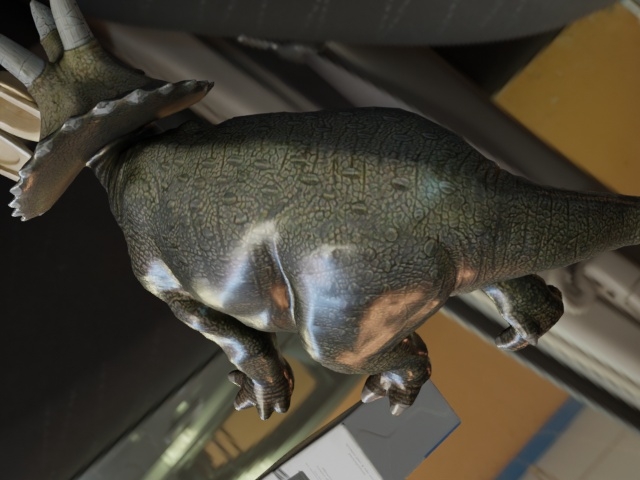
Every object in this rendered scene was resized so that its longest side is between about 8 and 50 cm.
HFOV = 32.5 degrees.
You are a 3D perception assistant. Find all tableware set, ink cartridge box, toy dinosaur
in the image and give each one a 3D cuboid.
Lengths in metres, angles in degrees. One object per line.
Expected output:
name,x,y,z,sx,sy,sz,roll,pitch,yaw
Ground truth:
tableware set,-0.213,-0.083,0.601,0.169,0.141,0.020,-32,-148,61
ink cartridge box,0.011,0.174,0.835,0.104,0.060,0.180,-32,171,-48
toy dinosaur,0.000,0.000,0.404,0.121,0.314,0.160,-64,147,-15
